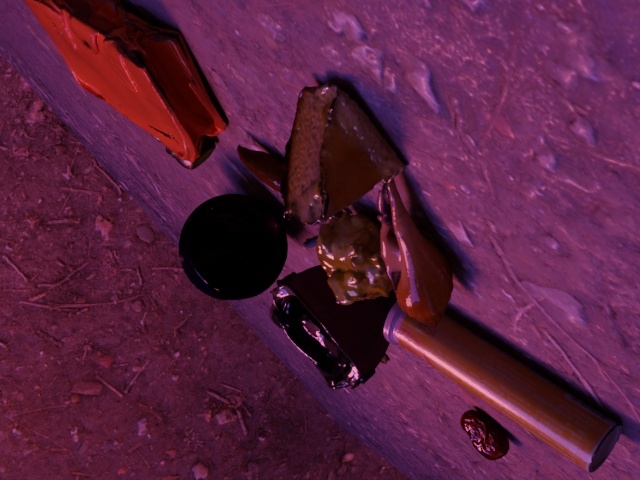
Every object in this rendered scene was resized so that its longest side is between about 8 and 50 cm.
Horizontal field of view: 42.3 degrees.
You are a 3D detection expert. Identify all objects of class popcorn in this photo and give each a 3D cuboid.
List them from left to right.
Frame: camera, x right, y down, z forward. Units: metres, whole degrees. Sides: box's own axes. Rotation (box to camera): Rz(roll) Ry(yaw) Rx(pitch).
[{"bbox_3d":[0.072,0.027,1.403,0.173,0.142,0.173,159,90,-80],"label":"popcorn"}]

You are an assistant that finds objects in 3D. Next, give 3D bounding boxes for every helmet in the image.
[{"bbox_3d":[0.043,0.159,1.717,0.271,0.197,0.338,49,159,11],"label":"helmet"}]

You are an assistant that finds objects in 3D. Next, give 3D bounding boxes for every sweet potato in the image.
[{"bbox_3d":[-0.057,-0.106,1.514,0.265,0.057,0.057,36,164,24],"label":"sweet potato"}]

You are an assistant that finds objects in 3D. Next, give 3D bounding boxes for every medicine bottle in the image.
[{"bbox_3d":[-0.213,0.015,1.929,0.242,0.242,0.395,46,171,-8],"label":"medicine bottle"},{"bbox_3d":[0.297,0.233,1.411,0.426,0.108,0.108,33,162,36],"label":"medicine bottle"}]

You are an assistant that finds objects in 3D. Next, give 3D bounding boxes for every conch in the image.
[{"bbox_3d":[0.148,0.022,1.264,0.109,0.093,0.330,-121,13,-51],"label":"conch"}]

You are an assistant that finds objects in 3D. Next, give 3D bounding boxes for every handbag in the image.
[{"bbox_3d":[-0.375,-0.338,1.590,0.410,0.116,0.303,34,164,32],"label":"handbag"}]

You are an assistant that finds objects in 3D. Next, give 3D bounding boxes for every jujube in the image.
[{"bbox_3d":[0.372,0.443,1.888,0.129,0.077,0.077,46,168,17],"label":"jujube"}]

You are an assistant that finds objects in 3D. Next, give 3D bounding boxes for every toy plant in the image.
[{"bbox_3d":[-0.304,-0.231,1.757,0.162,0.093,0.093,44,166,2],"label":"toy plant"}]

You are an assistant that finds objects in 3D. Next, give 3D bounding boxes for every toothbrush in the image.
[{"bbox_3d":[0.000,0.000,1.738,0.025,0.019,0.276,37,167,-7],"label":"toothbrush"}]

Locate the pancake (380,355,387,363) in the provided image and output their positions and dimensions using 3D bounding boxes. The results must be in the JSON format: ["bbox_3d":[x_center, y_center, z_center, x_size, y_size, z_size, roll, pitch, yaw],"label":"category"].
[{"bbox_3d":[0.139,0.293,2.216,0.108,0.017,0.108,41,163,15],"label":"pancake"}]

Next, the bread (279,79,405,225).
[{"bbox_3d":[0.000,-0.106,1.121,0.169,0.160,0.140,50,165,-26],"label":"bread"}]
